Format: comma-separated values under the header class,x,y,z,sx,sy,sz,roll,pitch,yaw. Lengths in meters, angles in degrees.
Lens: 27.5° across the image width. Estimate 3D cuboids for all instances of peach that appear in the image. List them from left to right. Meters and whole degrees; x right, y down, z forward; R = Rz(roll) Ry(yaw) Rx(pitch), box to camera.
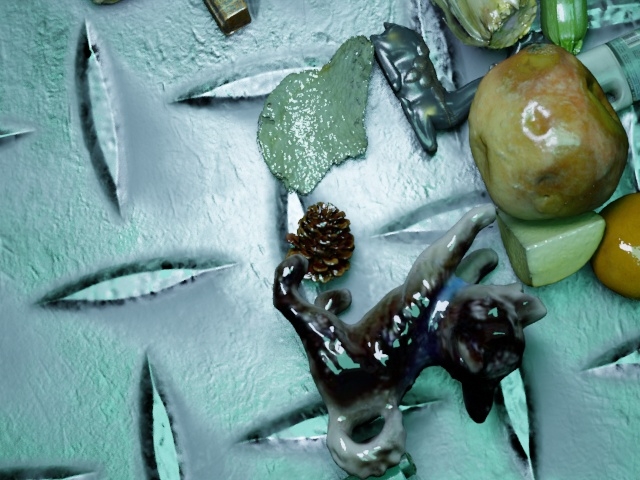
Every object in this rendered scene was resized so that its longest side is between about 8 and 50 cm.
class,x,y,z,sx,sy,sz,roll,pitch,yaw
peach,0.302,-0.146,1.747,0.214,0.214,0.235,-18,107,-1

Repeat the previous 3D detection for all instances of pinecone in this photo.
class,x,y,z,sx,sy,sz,roll,pitch,yaw
pinecone,0.001,-0.002,1.829,0.102,0.102,0.109,9,113,3

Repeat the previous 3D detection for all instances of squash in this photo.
class,x,y,z,sx,sy,sz,roll,pitch,yaw
squash,0.344,-0.368,1.863,0.068,0.077,0.219,-6,103,6

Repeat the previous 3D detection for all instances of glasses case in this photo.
class,x,y,z,sx,sy,sz,roll,pitch,yaw
glasses case,-0.179,-0.406,1.900,0.049,0.075,0.218,-32,83,0

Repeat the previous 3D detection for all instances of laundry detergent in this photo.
class,x,y,z,sx,sy,sz,roll,pitch,yaw
laundry detergent,0.403,-0.227,1.864,0.225,0.070,0.099,-24,89,-3

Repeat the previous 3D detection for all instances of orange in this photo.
class,x,y,z,sx,sy,sz,roll,pitch,yaw
orange,0.447,0.010,1.803,0.156,0.124,0.156,-1,63,2

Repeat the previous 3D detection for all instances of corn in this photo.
class,x,y,z,sx,sy,sz,roll,pitch,yaw
corn,0.197,-0.394,1.833,0.123,0.122,0.305,-21,59,-15

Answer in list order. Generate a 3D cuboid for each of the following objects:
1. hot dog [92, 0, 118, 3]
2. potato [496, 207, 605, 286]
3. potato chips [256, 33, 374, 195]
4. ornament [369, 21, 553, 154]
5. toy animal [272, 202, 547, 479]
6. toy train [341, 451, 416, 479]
class,x,y,z,sx,sy,sz,roll,pitch,yaw
hot dog,-0.327,-0.441,1.895,0.213,0.103,0.146,41,86,7
potato,0.323,0.000,1.814,0.120,0.149,0.081,-17,115,-3
potato chips,0.006,-0.187,1.871,0.228,0.059,0.167,-38,72,8
ornament,0.211,-0.260,1.872,0.236,0.080,0.202,-26,85,0
toy animal,0.136,0.146,1.732,0.344,0.194,0.303,-17,61,1
toy train,0.020,0.358,1.750,0.248,0.159,0.101,-29,88,-4
